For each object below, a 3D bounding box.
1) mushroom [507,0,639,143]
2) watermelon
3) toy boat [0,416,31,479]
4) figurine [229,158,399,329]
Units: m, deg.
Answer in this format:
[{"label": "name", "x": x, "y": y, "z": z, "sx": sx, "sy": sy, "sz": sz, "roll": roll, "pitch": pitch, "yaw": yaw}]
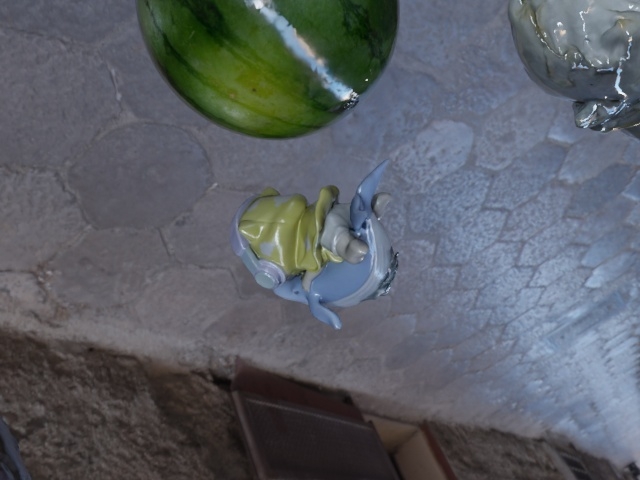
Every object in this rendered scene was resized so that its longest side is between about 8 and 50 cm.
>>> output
[{"label": "mushroom", "x": 0.241, "y": -0.121, "z": 0.435, "sx": 0.278, "sy": 0.099, "sz": 0.096, "roll": 20, "pitch": 149, "yaw": -31}, {"label": "watermelon", "x": -0.047, "y": -0.215, "z": 0.547, "sx": 0.242, "sy": 0.242, "sz": 0.242, "roll": -17, "pitch": 143, "yaw": -14}, {"label": "toy boat", "x": -0.286, "y": 0.197, "z": 0.400, "sx": 0.155, "sy": 0.227, "sz": 0.085, "roll": -33, "pitch": 169, "yaw": 1}, {"label": "figurine", "x": 0.000, "y": 0.000, "z": 0.617, "sx": 0.184, "sy": 0.128, "sz": 0.208, "roll": 31, "pitch": 133, "yaw": -7}]
